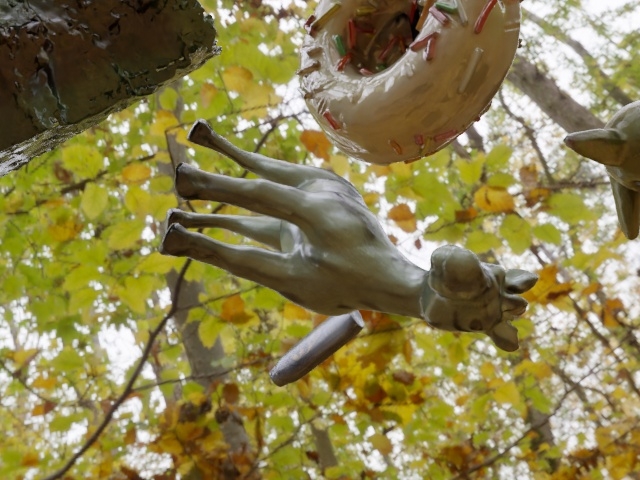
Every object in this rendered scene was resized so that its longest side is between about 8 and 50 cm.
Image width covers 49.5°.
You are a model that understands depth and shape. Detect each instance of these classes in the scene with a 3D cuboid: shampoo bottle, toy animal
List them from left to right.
[{"bbox_3d":[-0.013,-0.002,0.419,0.170,0.255,0.089,13,-75,-31],"label":"toy animal"},{"bbox_3d":[-0.011,0.226,1.464,0.234,0.087,0.049,-40,-61,17],"label":"shampoo bottle"},{"bbox_3d":[0.441,-0.103,0.896,0.181,0.180,0.363,-35,-13,27],"label":"toy animal"}]

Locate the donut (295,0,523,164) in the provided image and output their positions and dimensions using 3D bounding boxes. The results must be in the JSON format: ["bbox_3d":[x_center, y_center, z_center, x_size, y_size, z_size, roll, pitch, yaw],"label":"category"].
[{"bbox_3d":[0.119,-0.301,1.060,0.382,0.382,0.142,-47,-40,18],"label":"donut"}]

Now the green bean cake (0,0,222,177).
[{"bbox_3d":[-0.165,-0.102,0.378,0.209,0.193,0.107,-24,-79,0],"label":"green bean cake"}]
